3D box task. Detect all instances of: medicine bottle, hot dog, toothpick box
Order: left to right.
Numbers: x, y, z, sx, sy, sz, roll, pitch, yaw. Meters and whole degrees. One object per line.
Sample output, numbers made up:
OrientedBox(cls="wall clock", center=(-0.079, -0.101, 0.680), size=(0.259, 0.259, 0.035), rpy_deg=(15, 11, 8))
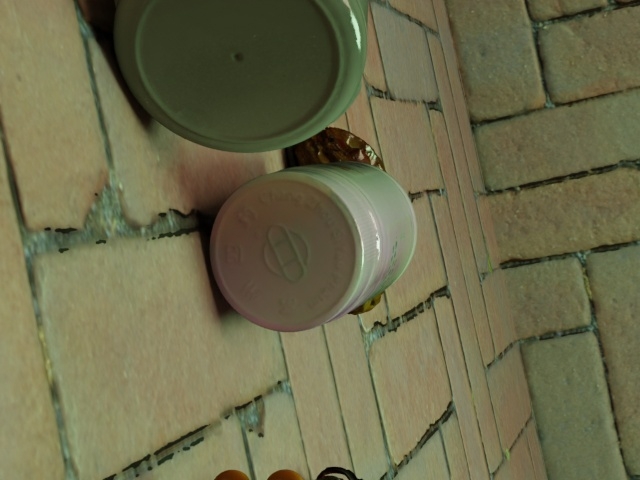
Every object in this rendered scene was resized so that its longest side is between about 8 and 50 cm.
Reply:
OrientedBox(cls="toothpick box", center=(-0.051, -0.254, 1.172), size=(0.316, 0.229, 0.229), rpy_deg=(-84, 156, -50))
OrientedBox(cls="medicine bottle", center=(0.000, 0.000, 1.290), size=(0.254, 0.152, 0.152), rpy_deg=(-17, 94, -75))
OrientedBox(cls="hot dog", center=(0.035, -0.029, 1.545), size=(0.160, 0.099, 0.227), rpy_deg=(-63, 135, -67))

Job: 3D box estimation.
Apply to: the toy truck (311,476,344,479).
OrientedBox(cls="toy truck", center=(-0.016, 0.311, 1.067), size=(0.098, 0.114, 0.227), rpy_deg=(35, 46, -68))

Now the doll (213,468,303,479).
OrientedBox(cls="doll", center=(-0.060, 0.270, 0.942), size=(0.135, 0.143, 0.221), rpy_deg=(52, 41, -54))

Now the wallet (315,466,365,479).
OrientedBox(cls="wallet", center=(0.054, 0.382, 1.356), size=(0.221, 0.071, 0.262), rpy_deg=(48, 40, -62))
